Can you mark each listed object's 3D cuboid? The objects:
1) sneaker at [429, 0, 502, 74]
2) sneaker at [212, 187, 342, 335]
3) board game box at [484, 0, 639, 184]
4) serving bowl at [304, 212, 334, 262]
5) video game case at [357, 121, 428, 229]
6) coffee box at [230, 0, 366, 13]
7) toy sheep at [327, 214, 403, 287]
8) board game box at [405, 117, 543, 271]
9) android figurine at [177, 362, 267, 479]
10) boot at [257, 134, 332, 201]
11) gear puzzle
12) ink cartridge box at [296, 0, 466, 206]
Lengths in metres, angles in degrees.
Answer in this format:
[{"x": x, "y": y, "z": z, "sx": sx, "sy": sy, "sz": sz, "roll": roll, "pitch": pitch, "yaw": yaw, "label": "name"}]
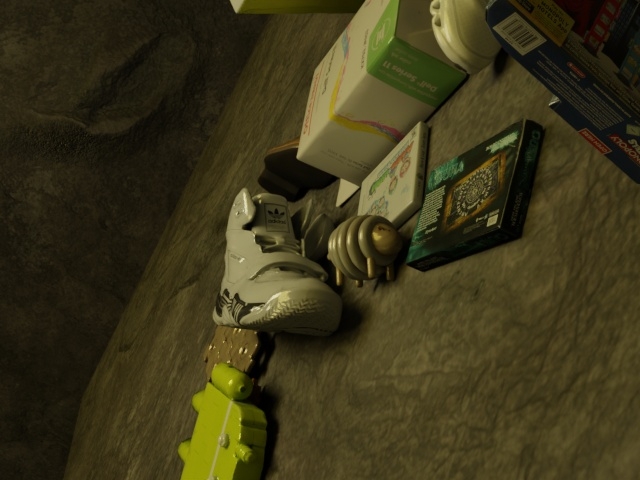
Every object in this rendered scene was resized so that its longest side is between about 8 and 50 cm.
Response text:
[{"x": 0.219, "y": -0.337, "z": 0.976, "sx": 0.118, "sy": 0.110, "sz": 0.292, "roll": -2, "pitch": 66, "yaw": 61, "label": "sneaker"}, {"x": -0.065, "y": 0.027, "z": 1.194, "sx": 0.366, "sy": 0.138, "sz": 0.210, "roll": 167, "pitch": 110, "yaw": -69, "label": "sneaker"}, {"x": 0.233, "y": -0.180, "z": 0.637, "sx": 0.194, "sy": 0.194, "sz": 0.060, "roll": -58, "pitch": 14, "yaw": -23, "label": "board game box"}, {"x": 0.000, "y": 0.000, "z": 1.296, "sx": 0.083, "sy": 0.027, "sz": 0.083, "roll": -54, "pitch": 21, "yaw": 33, "label": "serving bowl"}, {"x": 0.094, "y": -0.065, "z": 1.118, "sx": 0.157, "sy": 0.019, "sz": 0.143, "roll": -46, "pitch": 27, "yaw": 48, "label": "video game case"}, {"x": 0.012, "y": -0.600, "z": 1.335, "sx": 0.337, "sy": 0.338, "sz": 0.334, "roll": -46, "pitch": 61, "yaw": 50, "label": "coffee box"}, {"x": 0.052, "y": 0.012, "z": 1.033, "sx": 0.132, "sy": 0.091, "sz": 0.091, "roll": -15, "pitch": 51, "yaw": 45, "label": "toy sheep"}, {"x": 0.160, "y": -0.043, "z": 0.880, "sx": 0.186, "sy": 0.026, "sz": 0.126, "roll": -28, "pitch": 41, "yaw": 64, "label": "board game box"}, {"x": -0.151, "y": 0.313, "z": 1.230, "sx": 0.273, "sy": 0.056, "sz": 0.248, "roll": 15, "pitch": 89, "yaw": 67, "label": "android figurine"}, {"x": -0.033, "y": -0.156, "z": 1.483, "sx": 0.115, "sy": 0.112, "sz": 0.305, "roll": -59, "pitch": 12, "yaw": -13, "label": "boot"}, {"x": -0.133, "y": 0.210, "z": 1.407, "sx": 0.175, "sy": 0.044, "sz": 0.339, "roll": -61, "pitch": 21, "yaw": 11, "label": "gear puzzle"}, {"x": 0.072, "y": -0.227, "z": 1.224, "sx": 0.353, "sy": 0.119, "sz": 0.207, "roll": -47, "pitch": 27, "yaw": 49, "label": "ink cartridge box"}]
